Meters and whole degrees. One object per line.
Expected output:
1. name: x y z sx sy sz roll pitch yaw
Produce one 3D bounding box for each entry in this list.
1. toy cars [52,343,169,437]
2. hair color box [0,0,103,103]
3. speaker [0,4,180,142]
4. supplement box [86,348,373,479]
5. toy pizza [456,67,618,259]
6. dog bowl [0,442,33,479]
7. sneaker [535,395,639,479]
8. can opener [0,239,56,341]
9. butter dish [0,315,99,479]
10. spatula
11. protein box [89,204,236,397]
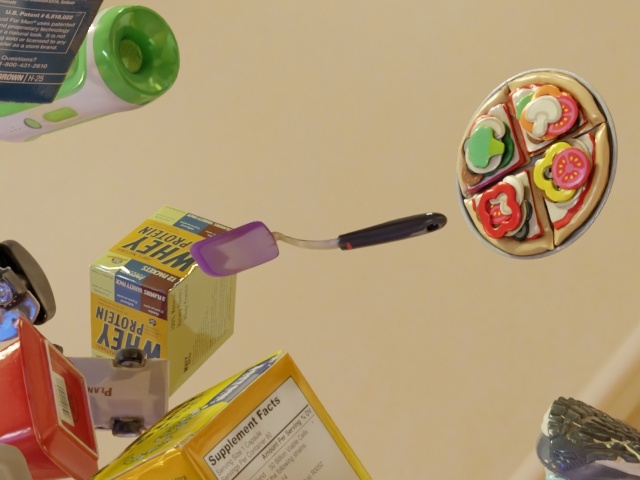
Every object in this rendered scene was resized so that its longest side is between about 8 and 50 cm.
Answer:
1. toy cars: -0.344 0.241 1.507 0.394 0.176 0.087 -38 -11 -15
2. hair color box: -0.209 -0.284 0.999 0.105 0.174 0.347 -2 -39 -39
3. speaker: -0.310 -0.200 1.637 0.296 0.131 0.131 -10 18 42
4. supplement box: -0.045 0.323 1.283 0.195 0.356 0.194 -31 4 37
5. toy pizza: 0.214 -0.081 1.375 0.032 0.201 0.201 11 -60 -45
6. dog bowl: -0.298 0.265 0.933 0.349 0.102 0.349 -12 -31 -7
7. sneaker: 0.241 0.216 1.118 0.122 0.110 0.283 -60 -32 1
8. can opener: -0.409 -0.010 1.504 0.076 0.283 0.095 -39 -2 22
9. butter dish: -0.309 0.185 1.380 0.118 0.160 0.160 -20 -32 4
10. spatula: 0.000 0.000 1.535 0.084 0.296 0.030 65 -158 -53
11. protein box: -0.233 0.090 2.002 0.201 0.136 0.200 -45 -32 -50
